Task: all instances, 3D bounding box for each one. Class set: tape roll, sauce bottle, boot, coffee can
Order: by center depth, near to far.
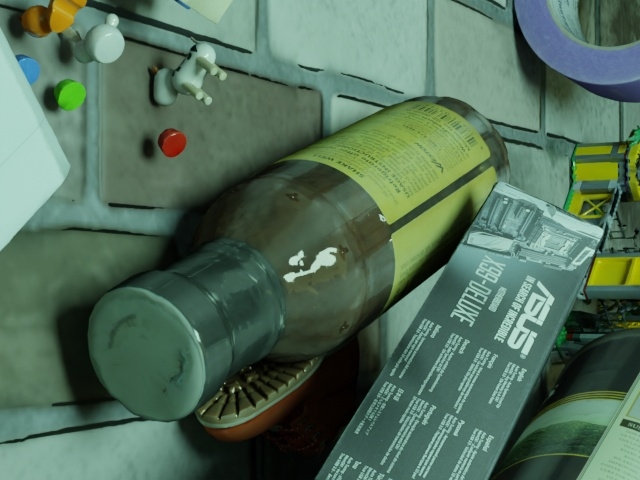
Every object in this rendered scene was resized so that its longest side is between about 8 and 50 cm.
[{"bbox_3d":[0.000,0.000,0.737,0.344,0.111,0.111,-29,114,-56],"label":"sauce bottle"},{"bbox_3d":[-0.018,0.098,0.758,0.158,0.059,0.084,-27,117,-58],"label":"boot"},{"bbox_3d":[0.241,0.219,1.044,0.275,0.202,0.201,-39,122,-53],"label":"coffee can"},{"bbox_3d":[0.269,-0.219,1.119,0.080,0.189,0.189,14,77,-58],"label":"tape roll"}]

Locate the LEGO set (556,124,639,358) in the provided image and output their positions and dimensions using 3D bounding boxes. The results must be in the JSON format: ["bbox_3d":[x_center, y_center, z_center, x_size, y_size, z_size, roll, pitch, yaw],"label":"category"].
[{"bbox_3d":[0.354,0.061,1.247,0.255,0.192,0.331,-55,134,-45],"label":"LEGO set"}]

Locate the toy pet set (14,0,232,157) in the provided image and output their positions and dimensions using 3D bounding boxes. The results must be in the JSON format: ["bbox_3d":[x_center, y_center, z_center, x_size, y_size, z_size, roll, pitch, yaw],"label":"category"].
[{"bbox_3d":[-0.098,-0.119,0.650,0.114,0.065,0.122,-54,143,7],"label":"toy pet set"}]

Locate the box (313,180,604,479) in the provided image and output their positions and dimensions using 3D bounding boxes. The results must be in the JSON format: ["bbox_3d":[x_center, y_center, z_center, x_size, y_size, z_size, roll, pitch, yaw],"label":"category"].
[{"bbox_3d":[0.048,0.145,0.734,0.307,0.076,0.242,-52,165,-47],"label":"box"}]

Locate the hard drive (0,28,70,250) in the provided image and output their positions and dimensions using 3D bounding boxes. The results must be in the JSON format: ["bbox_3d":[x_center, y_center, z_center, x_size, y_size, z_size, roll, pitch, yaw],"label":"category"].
[{"bbox_3d":[-0.215,-0.094,0.449,0.203,0.040,0.307,-57,136,-43],"label":"hard drive"}]
